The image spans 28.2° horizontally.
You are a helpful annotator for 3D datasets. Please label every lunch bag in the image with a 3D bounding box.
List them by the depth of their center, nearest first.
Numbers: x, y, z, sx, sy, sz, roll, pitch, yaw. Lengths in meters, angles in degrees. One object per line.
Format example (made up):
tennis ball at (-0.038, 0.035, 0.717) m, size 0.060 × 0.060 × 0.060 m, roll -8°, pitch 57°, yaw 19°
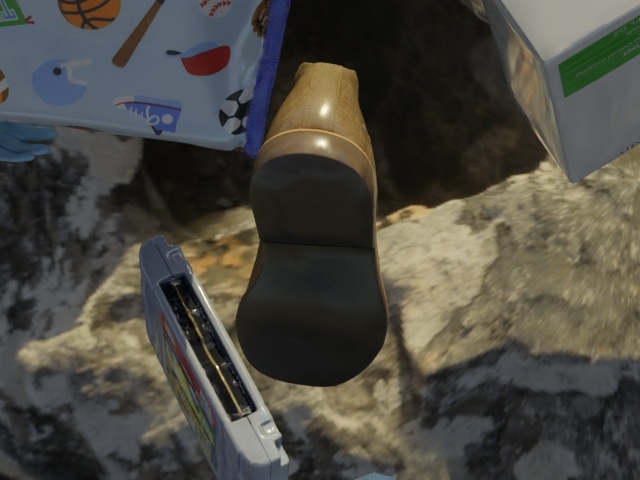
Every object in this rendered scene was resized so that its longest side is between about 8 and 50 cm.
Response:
lunch bag at (-0.212, -0.261, 1.216) m, size 0.327 × 0.385 × 0.239 m, roll 6°, pitch 125°, yaw -15°

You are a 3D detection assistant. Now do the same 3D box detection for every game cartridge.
game cartridge at (-0.121, 0.159, 1.386) m, size 0.060 × 0.196 × 0.294 m, roll -24°, pitch 61°, yaw -14°

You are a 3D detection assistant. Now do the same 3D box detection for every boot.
boot at (0.000, 0.000, 0.930) m, size 0.112 × 0.305 × 0.115 m, roll 7°, pitch 51°, yaw 1°

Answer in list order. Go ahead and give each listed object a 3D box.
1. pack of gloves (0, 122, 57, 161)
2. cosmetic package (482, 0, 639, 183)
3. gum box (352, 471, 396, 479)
pack of gloves at (-0.385, -0.179, 1.352) m, size 0.232 × 0.195 × 0.046 m, roll 12°, pitch 138°, yaw -19°
cosmetic package at (0.303, -0.223, 1.393) m, size 0.197 × 0.365 × 0.155 m, roll -32°, pitch 67°, yaw 6°
gum box at (0.009, 0.347, 1.335) m, size 0.041 × 0.184 × 0.157 m, roll 4°, pitch 104°, yaw 49°
